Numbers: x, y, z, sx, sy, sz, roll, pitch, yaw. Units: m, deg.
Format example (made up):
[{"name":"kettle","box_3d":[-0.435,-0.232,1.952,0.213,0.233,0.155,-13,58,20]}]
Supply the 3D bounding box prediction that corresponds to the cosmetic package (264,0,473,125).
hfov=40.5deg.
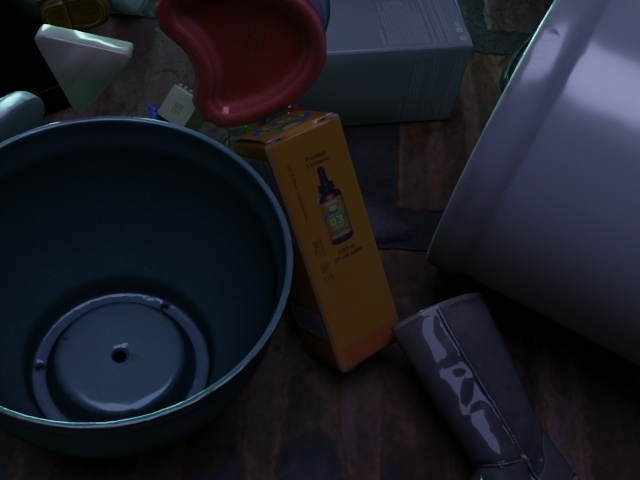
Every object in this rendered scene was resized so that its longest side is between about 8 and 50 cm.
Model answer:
[{"name":"cosmetic package","box_3d":[0.045,-0.210,1.025,0.238,0.127,0.107,-2,55,-11]}]

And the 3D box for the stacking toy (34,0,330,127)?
[{"name":"stacking toy","box_3d":[-0.110,-0.143,0.874,0.279,0.309,0.130,-4,41,5]}]

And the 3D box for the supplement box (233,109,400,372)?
[{"name":"supplement box","box_3d":[0.000,0.000,0.803,0.078,0.233,0.080,-27,24,-23]}]

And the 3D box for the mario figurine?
[{"name":"mario figurine","box_3d":[-0.288,-0.405,1.075,0.170,0.198,0.321,6,43,-15]}]

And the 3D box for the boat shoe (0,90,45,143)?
[{"name":"boat shoe","box_3d":[-0.394,-0.077,0.889,0.084,0.095,0.258,31,55,9]}]

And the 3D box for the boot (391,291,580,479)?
[{"name":"boot","box_3d":[0.123,0.162,0.768,0.189,0.076,0.209,-19,78,-35]}]

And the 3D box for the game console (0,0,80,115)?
[{"name":"game console","box_3d":[-0.450,-0.188,0.994,0.361,0.044,0.213,-28,62,-24]}]

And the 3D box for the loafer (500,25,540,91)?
[{"name":"loafer","box_3d":[0.284,-0.246,1.120,0.062,0.061,0.170,30,57,13]}]

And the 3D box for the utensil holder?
[{"name":"utensil holder","box_3d":[0.344,-0.031,0.818,0.385,0.328,0.328,29,56,10]}]

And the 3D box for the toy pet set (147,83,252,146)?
[{"name":"toy pet set","box_3d":[-0.137,-0.123,0.981,0.122,0.114,0.065,36,98,18]}]

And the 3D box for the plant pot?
[{"name":"plant pot","box_3d":[-0.178,0.065,0.750,0.293,0.196,0.293,4,54,-5]}]
